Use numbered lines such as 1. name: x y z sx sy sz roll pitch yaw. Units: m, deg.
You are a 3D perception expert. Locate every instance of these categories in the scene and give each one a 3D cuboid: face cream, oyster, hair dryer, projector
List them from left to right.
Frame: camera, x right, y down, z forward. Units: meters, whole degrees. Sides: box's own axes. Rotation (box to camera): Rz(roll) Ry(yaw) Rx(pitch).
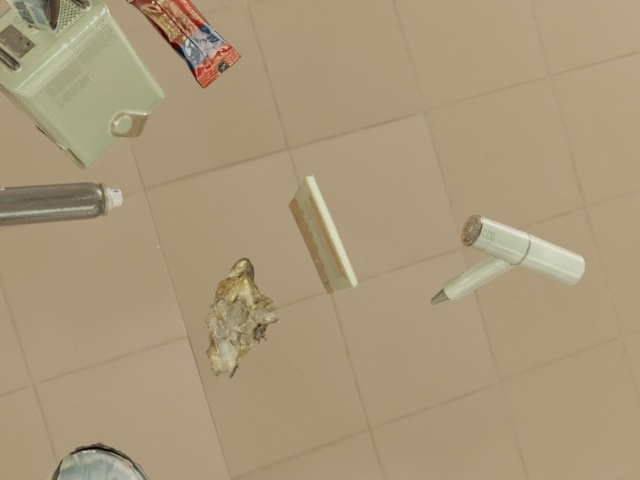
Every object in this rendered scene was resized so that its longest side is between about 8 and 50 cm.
1. face cream: -0.519 -0.069 1.438 0.284 0.073 0.073 -6 91 -28
2. projector: -0.354 -0.233 1.103 0.163 0.242 0.177 39 79 26
3. oyster: -0.168 0.167 1.551 0.133 0.337 0.197 23 61 3
4. hair dryer: 0.216 0.048 0.973 0.155 0.183 0.044 21 51 -14

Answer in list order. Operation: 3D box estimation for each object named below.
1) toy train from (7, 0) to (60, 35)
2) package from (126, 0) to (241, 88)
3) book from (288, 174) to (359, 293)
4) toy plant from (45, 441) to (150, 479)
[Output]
1. toy train: -0.254 -0.244 0.603 0.047 0.207 0.043 -3 62 2
2. package: -0.224 -0.346 1.235 0.083 0.022 0.200 -41 93 0
3. book: 0.000 0.000 1.440 0.020 0.295 0.207 -22 87 -10
4. toy plant: -0.475 0.542 1.363 0.332 0.247 0.247 -39 98 19
